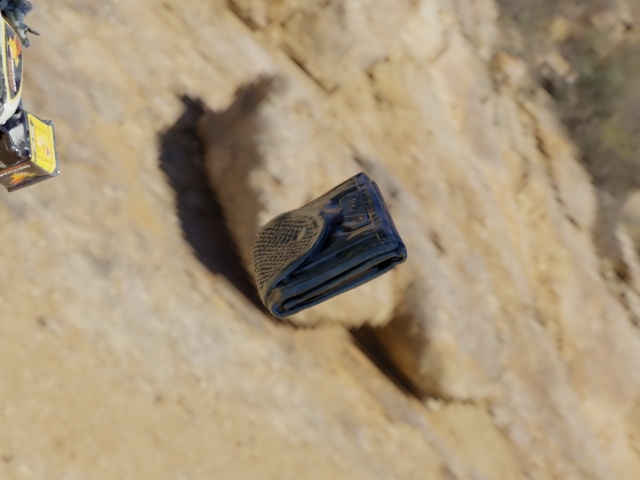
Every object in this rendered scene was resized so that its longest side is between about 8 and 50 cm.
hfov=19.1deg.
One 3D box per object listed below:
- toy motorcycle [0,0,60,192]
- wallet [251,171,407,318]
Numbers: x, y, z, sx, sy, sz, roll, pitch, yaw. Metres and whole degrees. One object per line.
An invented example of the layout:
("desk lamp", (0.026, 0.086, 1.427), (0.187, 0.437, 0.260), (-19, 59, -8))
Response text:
("toy motorcycle", (-0.326, -0.193, 1.816), (0.157, 0.091, 0.263), (38, 38, -62))
("wallet", (0.000, 0.000, 1.118), (0.026, 0.088, 0.129), (62, 3, -21))
